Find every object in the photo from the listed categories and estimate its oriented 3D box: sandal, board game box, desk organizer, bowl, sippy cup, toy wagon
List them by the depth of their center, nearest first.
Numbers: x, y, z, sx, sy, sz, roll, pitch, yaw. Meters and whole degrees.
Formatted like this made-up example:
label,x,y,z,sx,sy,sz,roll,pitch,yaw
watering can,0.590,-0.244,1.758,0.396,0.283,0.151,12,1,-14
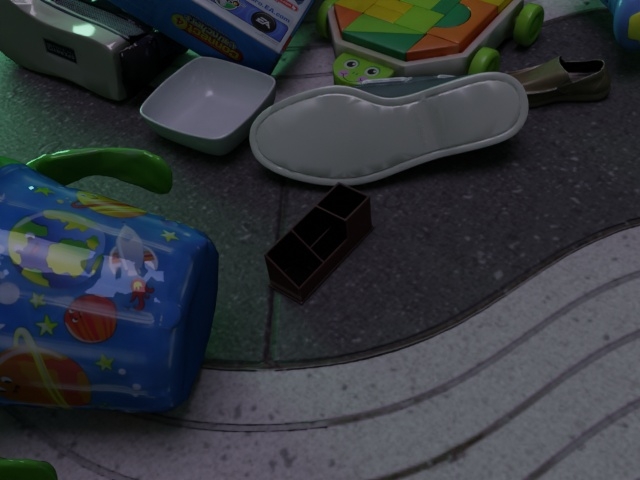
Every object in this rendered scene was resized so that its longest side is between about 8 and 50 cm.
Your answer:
label,x,y,z,sx,sy,sz,roll,pitch,yaw
sippy cup,-0.216,0.054,0.718,0.224,0.240,0.305,10,88,2
desk organizer,0.000,0.000,0.840,0.047,0.050,0.130,27,56,28
bowl,-0.138,-0.164,1.006,0.142,0.053,0.142,21,53,24
toy wagon,0.123,-0.281,1.069,0.267,0.068,0.344,27,56,28
sandal,0.404,-0.354,1.073,0.138,0.126,0.317,7,40,15
board game box,-0.142,-0.404,1.097,0.308,0.086,0.301,30,56,-7

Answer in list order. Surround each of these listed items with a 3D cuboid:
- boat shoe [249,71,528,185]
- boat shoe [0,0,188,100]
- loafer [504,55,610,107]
label,x,y,z,sx,sy,sz,roll,pitch,yaw
boat shoe,0.078,-0.136,0.943,0.320,0.116,0.099,-9,11,5
boat shoe,-0.343,-0.316,1.139,0.341,0.127,0.158,29,50,20
loafer,0.287,-0.202,0.988,0.148,0.050,0.056,-6,47,2
